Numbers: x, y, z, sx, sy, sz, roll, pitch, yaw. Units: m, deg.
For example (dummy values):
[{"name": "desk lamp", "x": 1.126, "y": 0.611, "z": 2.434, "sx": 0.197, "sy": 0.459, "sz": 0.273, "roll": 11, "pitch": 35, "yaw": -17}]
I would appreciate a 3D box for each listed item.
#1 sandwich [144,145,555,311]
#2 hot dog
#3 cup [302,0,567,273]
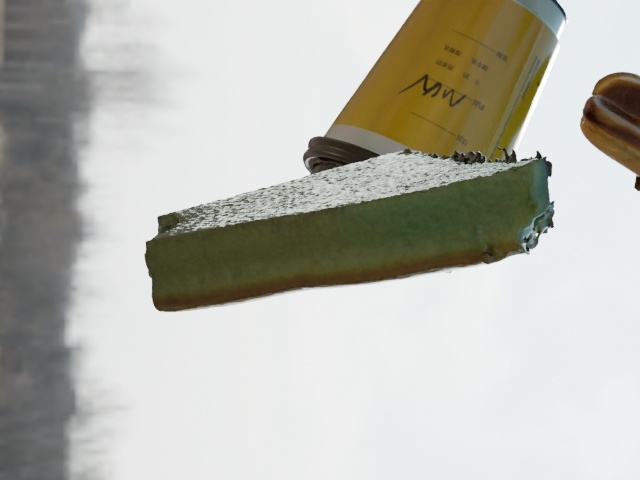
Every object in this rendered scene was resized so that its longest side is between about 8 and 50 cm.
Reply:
[{"name": "sandwich", "x": 0.000, "y": 0.000, "z": 1.049, "sx": 0.245, "sy": 0.212, "sz": 0.063, "roll": -171, "pitch": -114, "yaw": -73}, {"name": "hot dog", "x": 0.367, "y": -0.076, "z": 1.698, "sx": 0.104, "sy": 0.250, "sz": 0.076, "roll": -55, "pitch": 166, "yaw": -28}, {"name": "cup", "x": 0.114, "y": -0.120, "z": 1.662, "sx": 0.279, "sy": 0.196, "sz": 0.196, "roll": -62, "pitch": -174, "yaw": -10}]
